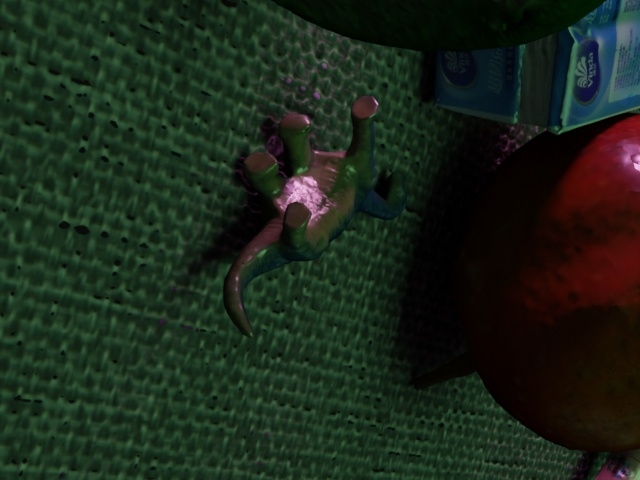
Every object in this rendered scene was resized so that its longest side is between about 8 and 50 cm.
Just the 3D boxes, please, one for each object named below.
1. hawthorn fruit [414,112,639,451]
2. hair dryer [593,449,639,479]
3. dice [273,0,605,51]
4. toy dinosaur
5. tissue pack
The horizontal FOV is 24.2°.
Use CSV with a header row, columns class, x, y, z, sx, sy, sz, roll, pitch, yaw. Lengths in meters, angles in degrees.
class,x,y,z,sx,sy,sz,roll,pitch,yaw
hawthorn fruit,0.224,0.051,1.301,0.287,0.330,0.287,54,14,-20
hair dryer,0.349,0.296,1.739,0.352,0.125,0.210,-51,143,-18
dice,0.066,-0.307,0.867,0.300,0.297,0.287,-62,144,-20
toy dinosaur,0.000,0.000,1.103,0.188,0.075,0.248,71,38,-52
tissue pack,0.201,-0.241,1.241,0.198,0.146,0.264,-19,119,-52
